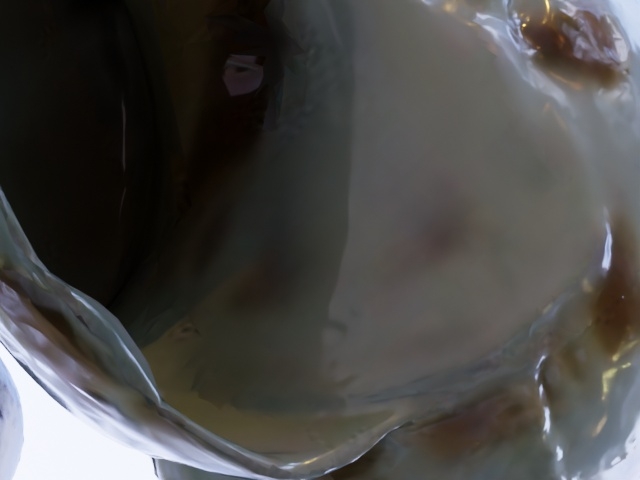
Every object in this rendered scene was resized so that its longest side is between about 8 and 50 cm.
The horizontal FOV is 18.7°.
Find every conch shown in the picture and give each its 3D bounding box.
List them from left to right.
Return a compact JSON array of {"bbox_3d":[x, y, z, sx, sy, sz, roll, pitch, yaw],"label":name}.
[{"bbox_3d":[0.000,-0.001,0.587,0.197,0.249,0.368,-13,-73,51],"label":"conch"}]

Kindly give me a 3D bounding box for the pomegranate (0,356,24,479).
[{"bbox_3d":[-0.288,0.153,1.246,0.202,0.202,0.248,14,-51,15],"label":"pomegranate"}]
